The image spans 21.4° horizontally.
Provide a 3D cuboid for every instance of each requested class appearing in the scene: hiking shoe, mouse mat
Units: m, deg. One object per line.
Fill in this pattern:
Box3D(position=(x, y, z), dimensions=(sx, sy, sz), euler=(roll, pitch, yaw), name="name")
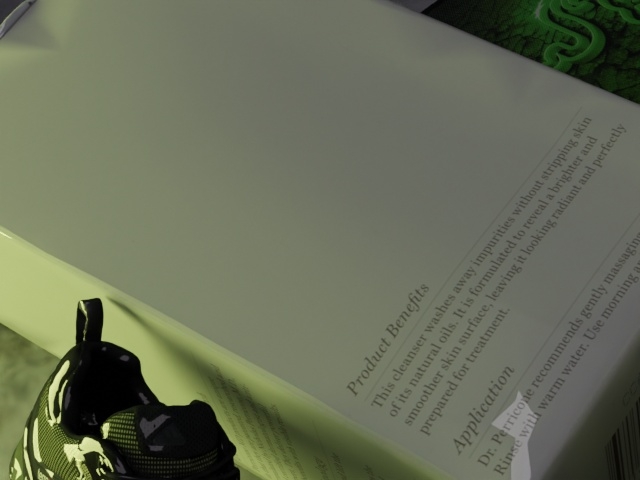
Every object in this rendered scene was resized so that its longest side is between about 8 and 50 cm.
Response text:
Box3D(position=(-0.071, 0.128, 0.725), dimensions=(0.086, 0.114, 0.227), euler=(-13, 44, -32), name="hiking shoe")
Box3D(position=(0.151, -0.120, 0.909), dimensions=(0.152, 0.007, 0.189), euler=(29, 49, 24), name="mouse mat")

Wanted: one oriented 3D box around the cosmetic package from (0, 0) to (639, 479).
Box3D(position=(0.000, 0.000, 0.849), dimensions=(0.385, 0.156, 0.217), euler=(28, 66, 29), name="cosmetic package")
